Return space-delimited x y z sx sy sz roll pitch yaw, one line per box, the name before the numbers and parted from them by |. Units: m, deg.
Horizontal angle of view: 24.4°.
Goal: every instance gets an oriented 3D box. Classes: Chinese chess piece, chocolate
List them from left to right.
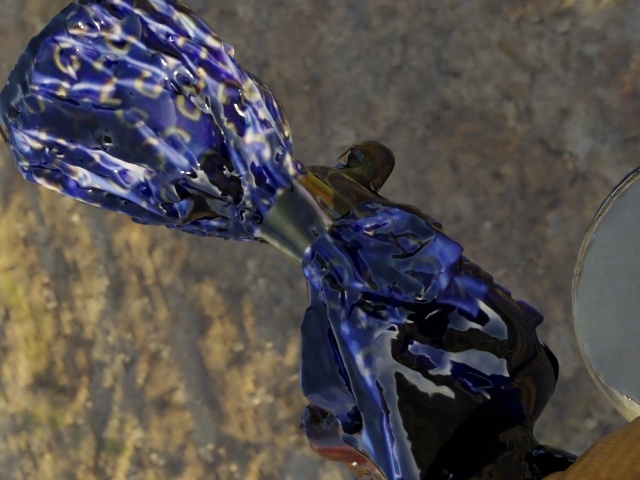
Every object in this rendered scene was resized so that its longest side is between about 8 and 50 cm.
chocolate | 0.002 0.004 0.735 0.343 0.148 0.126 40 143 11
Chinese chess piece | 0.308 0.039 1.105 0.250 0.103 0.250 -21 52 30

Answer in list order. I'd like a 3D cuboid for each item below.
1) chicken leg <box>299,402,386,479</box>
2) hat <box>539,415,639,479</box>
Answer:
chicken leg | 0.050 0.204 0.980 0.083 0.177 0.322 37 133 41
hat | 0.179 0.126 0.654 0.244 0.233 0.233 13 141 23
